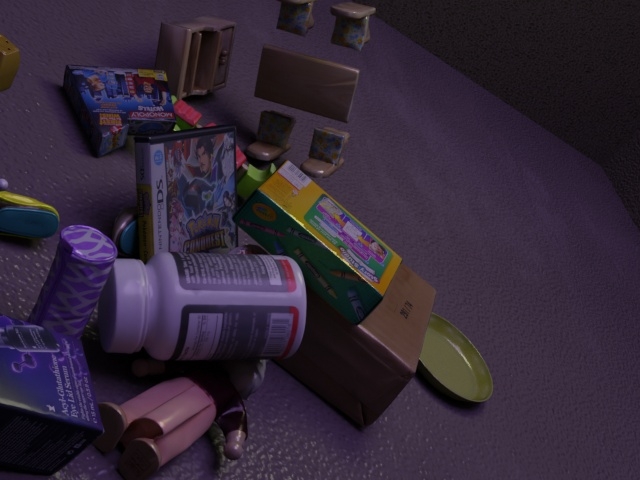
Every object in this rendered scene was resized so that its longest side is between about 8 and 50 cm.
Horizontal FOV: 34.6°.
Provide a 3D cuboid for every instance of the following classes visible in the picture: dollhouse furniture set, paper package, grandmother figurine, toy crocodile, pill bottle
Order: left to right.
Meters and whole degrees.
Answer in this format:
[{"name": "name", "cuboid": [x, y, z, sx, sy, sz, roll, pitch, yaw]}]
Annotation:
[{"name": "grandmother figurine", "cuboid": [-0.183, 0.237, 1.517, 0.208, 0.104, 0.342, 52, 30, 3]}, {"name": "pill bottle", "cuboid": [-0.178, 0.098, 1.528, 0.283, 0.161, 0.161, 3, 43, -23]}, {"name": "toy crocodile", "cuboid": [-0.241, -0.199, 2.070, 0.340, 0.105, 0.115, 40, 27, -4]}, {"name": "dollhouse furniture set", "cuboid": [-0.123, -0.352, 2.203, 0.394, 0.362, 0.256, 18, 22, 13]}, {"name": "paper package", "cuboid": [0.040, 0.129, 1.898, 0.309, 0.168, 0.325, 39, 26, -7]}]

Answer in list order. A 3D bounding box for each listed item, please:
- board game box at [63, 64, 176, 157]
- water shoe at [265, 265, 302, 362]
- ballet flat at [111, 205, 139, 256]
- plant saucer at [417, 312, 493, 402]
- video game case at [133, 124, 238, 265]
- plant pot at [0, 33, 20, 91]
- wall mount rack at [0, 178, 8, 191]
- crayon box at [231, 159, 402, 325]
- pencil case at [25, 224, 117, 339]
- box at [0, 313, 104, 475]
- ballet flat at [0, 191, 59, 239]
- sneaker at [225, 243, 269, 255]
[{"name": "board game box", "cuboid": [-0.378, -0.243, 1.945, 0.194, 0.060, 0.194, 0, 51, -22]}, {"name": "water shoe", "cuboid": [-0.095, 0.125, 1.682, 0.080, 0.203, 0.073, 17, 18, -27]}, {"name": "ballet flat", "cuboid": [-0.303, -0.029, 1.783, 0.086, 0.086, 0.248, 48, 25, 11]}, {"name": "plant saucer", "cuboid": [0.261, 0.250, 2.162, 0.241, 0.037, 0.241, 33, 28, -20]}, {"name": "video game case", "cuboid": [-0.226, -0.068, 1.789, 0.035, 0.248, 0.275, 5, 12, 26]}, {"name": "plant pot", "cuboid": [-0.579, -0.318, 1.814, 0.081, 0.083, 0.081, 41, 26, -2]}, {"name": "wall mount rack", "cuboid": [-0.595, -0.052, 1.308, 0.304, 0.130, 0.350, 28, 31, -4]}, {"name": "crayon box", "cuboid": [0.000, 0.000, 1.758, 0.278, 0.081, 0.165, 41, 27, -2]}, {"name": "pencil case", "cuboid": [-0.353, 0.077, 1.414, 0.086, 0.206, 0.088, 42, 26, 30]}, {"name": "box", "cuboid": [-0.391, 0.184, 1.267, 0.207, 0.108, 0.153, 28, 29, -48]}, {"name": "ballet flat", "cuboid": [-0.505, -0.049, 1.543, 0.231, 0.077, 0.077, 13, 18, -42]}, {"name": "sneaker", "cuboid": [-0.217, 0.098, 1.686, 0.302, 0.121, 0.108, -20, 80, -39]}]
